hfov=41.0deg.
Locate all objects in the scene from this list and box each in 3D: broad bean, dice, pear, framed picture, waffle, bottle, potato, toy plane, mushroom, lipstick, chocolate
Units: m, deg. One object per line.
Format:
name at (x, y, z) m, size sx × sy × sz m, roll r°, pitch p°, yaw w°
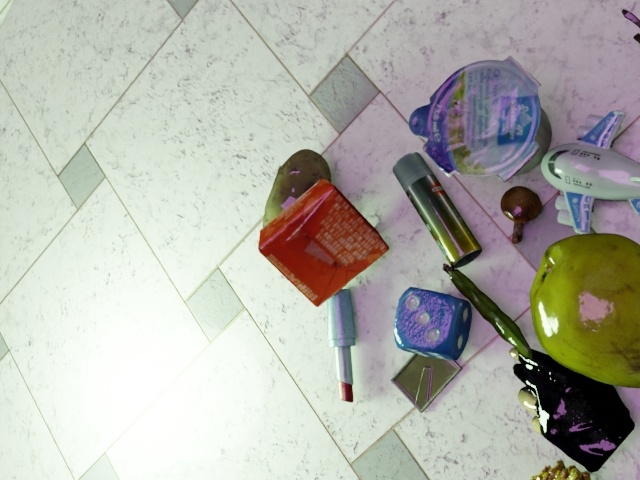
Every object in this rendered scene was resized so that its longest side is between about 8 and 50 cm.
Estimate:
broad bean at (0.365, 0.152, 1.849) m, size 0.043 × 0.060 × 0.297 m, roll -42°, pitch 53°, yaw 1°
dice at (0.253, 0.186, 1.916) m, size 0.146 × 0.143 × 0.146 m, roll 8°, pitch 81°, yaw 27°
pear at (0.577, 0.154, 1.661) m, size 0.375 × 0.287 × 0.287 m, roll 40°, pitch 106°, yaw 4°
framed picture at (0.245, 0.311, 1.990) m, size 0.109 × 0.011 × 0.149 m, roll 47°, pitch 109°, yaw 27°
waffle at (0.510, 0.552, 1.752) m, size 0.193 × 0.070 × 0.197 m, roll 57°, pitch 134°, yaw 13°
bottle at (0.266, -0.073, 1.978) m, size 0.082 × 0.082 × 0.286 m, roll -39°, pitch 67°, yaw 22°
potato at (-0.057, -0.100, 2.128) m, size 0.165 × 0.165 × 0.262 m, roll 10°, pitch 90°, yaw 32°
toy plane at (0.579, -0.138, 1.771) m, size 0.266 × 0.122 × 0.267 m, roll -9°, pitch 76°, yaw 39°
mushroom at (0.440, -0.057, 1.878) m, size 0.088 × 0.073 × 0.130 m, roll 3°, pitch 88°, yaw 1°
lipstick at (0.053, 0.256, 2.081) m, size 0.068 × 0.061 × 0.274 m, roll -7°, pitch 81°, yaw 21°
chocolate at (0.000, 0.000, 2.025) m, size 0.235 × 0.237 × 0.108 m, roll -41°, pitch 33°, yaw 7°

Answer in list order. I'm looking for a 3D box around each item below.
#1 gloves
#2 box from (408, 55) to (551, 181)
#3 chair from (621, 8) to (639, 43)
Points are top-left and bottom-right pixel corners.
gloves at (0.507, 0.322, 1.766) m, size 0.197 × 0.152 × 0.301 m, roll -44°, pitch 46°, yaw -10°
box at (0.366, -0.235, 1.864) m, size 0.291 × 0.206 × 0.262 m, roll -3°, pitch 82°, yaw 32°
chair at (0.758, -0.366, 1.657) m, size 0.160 × 0.186 × 0.319 m, roll -44°, pitch 63°, yaw 14°
